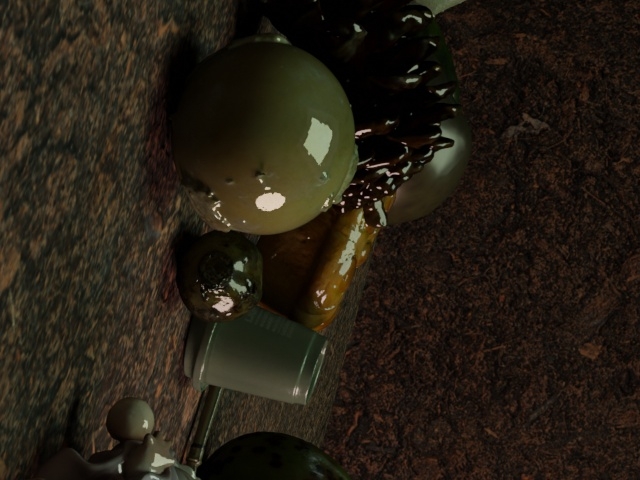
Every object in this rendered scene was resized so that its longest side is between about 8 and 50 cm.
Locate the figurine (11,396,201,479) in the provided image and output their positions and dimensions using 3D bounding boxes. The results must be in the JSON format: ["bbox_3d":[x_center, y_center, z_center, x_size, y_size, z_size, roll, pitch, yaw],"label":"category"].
[{"bbox_3d":[-0.155,0.221,1.107,0.276,0.133,0.200,61,14,-75],"label":"figurine"}]

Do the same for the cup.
[{"bbox_3d":[-0.068,0.117,1.561,0.120,0.141,0.120,15,90,-85],"label":"cup"}]

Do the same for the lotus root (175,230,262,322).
[{"bbox_3d":[-0.097,0.035,1.407,0.179,0.080,0.089,23,67,-88],"label":"lotus root"}]

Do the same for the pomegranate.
[{"bbox_3d":[-0.081,0.358,1.786,0.306,0.242,0.242,-14,-128,50],"label":"pomegranate"}]

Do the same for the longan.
[{"bbox_3d":[0.079,-0.142,1.847,0.248,0.248,0.248,14,90,-83],"label":"longan"}]

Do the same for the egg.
[{"bbox_3d":[-0.049,-0.087,1.233,0.201,0.164,0.164,94,11,-68],"label":"egg"}]

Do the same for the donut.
[{"bbox_3d":[0.001,-0.002,1.639,0.227,0.113,0.226,-61,175,-10],"label":"donut"}]

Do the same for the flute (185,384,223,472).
[{"bbox_3d":[-0.124,0.176,1.702,0.027,0.027,0.233,87,18,-67],"label":"flute"}]

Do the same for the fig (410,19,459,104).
[{"bbox_3d":[0.147,-0.263,2.351,0.195,0.195,0.245,32,81,-83],"label":"fig"}]

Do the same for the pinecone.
[{"bbox_3d":[0.018,-0.161,1.437,0.244,0.244,0.309,-19,101,-82],"label":"pinecone"}]

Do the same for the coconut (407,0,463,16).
[{"bbox_3d":[0.138,-0.402,1.913,0.234,0.224,0.224,91,14,-58],"label":"coconut"}]
